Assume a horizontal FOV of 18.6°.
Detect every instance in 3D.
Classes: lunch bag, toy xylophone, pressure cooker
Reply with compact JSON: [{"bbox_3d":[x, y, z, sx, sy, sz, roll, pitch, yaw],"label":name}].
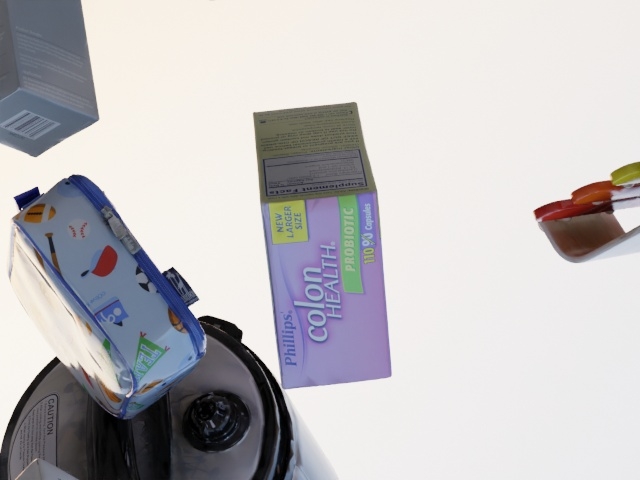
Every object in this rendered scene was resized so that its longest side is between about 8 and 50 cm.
[{"bbox_3d":[-0.230,0.056,2.023,0.115,0.243,0.303,-35,175,-18],"label":"lunch bag"},{"bbox_3d":[0.391,-0.058,2.096,0.236,0.081,0.322,-5,162,-47],"label":"toy xylophone"},{"bbox_3d":[-0.180,0.290,2.343,0.370,0.420,0.375,34,-105,30],"label":"pressure cooker"}]

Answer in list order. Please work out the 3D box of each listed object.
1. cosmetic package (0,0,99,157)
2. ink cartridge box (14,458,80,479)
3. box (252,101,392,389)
[{"bbox_3d":[-0.314,-0.223,2.002,0.107,0.238,0.127,-27,152,29],"label":"cosmetic package"},{"bbox_3d":[-0.215,0.435,1.975,0.279,0.384,0.160,-46,-149,16],"label":"ink cartridge box"},{"bbox_3d":[0.000,0.000,2.044,0.117,0.214,0.243,-6,-155,-1],"label":"box"}]
